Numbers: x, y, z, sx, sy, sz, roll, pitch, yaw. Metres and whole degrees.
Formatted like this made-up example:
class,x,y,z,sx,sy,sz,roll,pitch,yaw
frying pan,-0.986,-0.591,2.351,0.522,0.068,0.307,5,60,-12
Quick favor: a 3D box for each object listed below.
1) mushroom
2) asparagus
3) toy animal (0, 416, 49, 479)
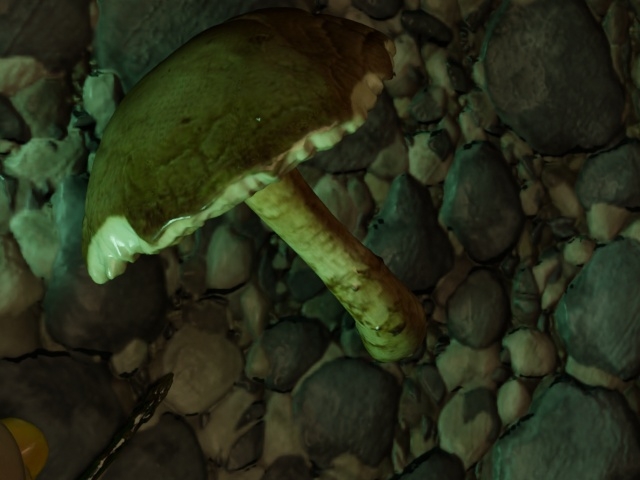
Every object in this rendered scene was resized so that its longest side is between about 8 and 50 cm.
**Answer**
class,x,y,z,sx,sy,sz,roll,pitch,yaw
mushroom,0.005,-0.034,0.962,0.302,0.233,0.208,19,90,-28
asparagus,-0.149,0.150,0.998,0.016,0.016,0.163,44,70,-3
toy animal,-0.224,0.195,0.889,0.165,0.149,0.248,-24,91,-12
